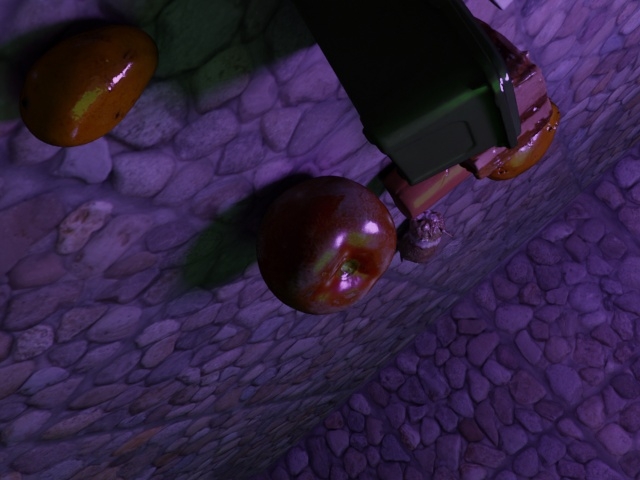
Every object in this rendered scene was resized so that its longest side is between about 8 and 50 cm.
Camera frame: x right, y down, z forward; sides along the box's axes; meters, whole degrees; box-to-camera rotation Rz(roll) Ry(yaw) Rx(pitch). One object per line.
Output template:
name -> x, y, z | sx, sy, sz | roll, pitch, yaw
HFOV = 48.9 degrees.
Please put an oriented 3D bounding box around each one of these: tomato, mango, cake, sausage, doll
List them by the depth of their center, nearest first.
mango -> -0.250, -0.171, 0.764 | 0.165, 0.089, 0.115 | -43, 160, 2
cake -> 0.274, -0.275, 1.267 | 0.198, 0.196, 0.293 | -39, 149, 6
tomato -> 0.000, 0.000, 1.334 | 0.270, 0.222, 0.270 | -21, 134, -23
sausage -> 0.280, -0.181, 1.553 | 0.304, 0.121, 0.121 | -40, 159, 2
mango -> 0.490, -0.252, 1.750 | 0.249, 0.151, 0.156 | -48, -171, 7
doll -> 0.266, 0.003, 1.935 | 0.105, 0.115, 0.221 | -33, 167, -41

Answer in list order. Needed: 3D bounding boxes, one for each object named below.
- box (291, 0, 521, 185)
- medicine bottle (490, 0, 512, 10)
box -> 0.097, -0.238, 0.889 | 0.178, 0.329, 0.253 | -33, 159, 9
medicine bottle -> 0.306, -0.461, 1.014 | 0.237, 0.139, 0.139 | -48, 157, 21
